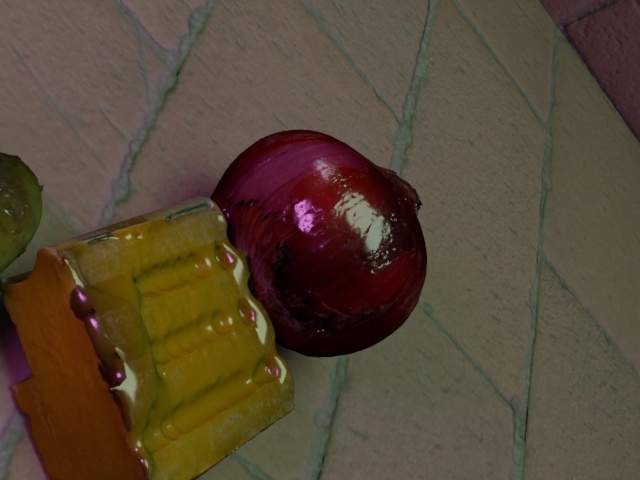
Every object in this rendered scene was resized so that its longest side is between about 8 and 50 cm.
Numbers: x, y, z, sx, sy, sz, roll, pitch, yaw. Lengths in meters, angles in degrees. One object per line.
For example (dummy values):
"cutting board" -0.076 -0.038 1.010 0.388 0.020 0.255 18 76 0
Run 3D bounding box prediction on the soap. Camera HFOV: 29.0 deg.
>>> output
"soap" -0.167 0.105 1.239 0.281 0.143 0.259 -22 93 -58

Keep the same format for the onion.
"onion" 0.000 0.000 1.437 0.276 0.276 0.276 34 44 -41

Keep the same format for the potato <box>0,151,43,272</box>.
"potato" -0.325 -0.006 1.116 0.117 0.090 0.225 18 38 -2
